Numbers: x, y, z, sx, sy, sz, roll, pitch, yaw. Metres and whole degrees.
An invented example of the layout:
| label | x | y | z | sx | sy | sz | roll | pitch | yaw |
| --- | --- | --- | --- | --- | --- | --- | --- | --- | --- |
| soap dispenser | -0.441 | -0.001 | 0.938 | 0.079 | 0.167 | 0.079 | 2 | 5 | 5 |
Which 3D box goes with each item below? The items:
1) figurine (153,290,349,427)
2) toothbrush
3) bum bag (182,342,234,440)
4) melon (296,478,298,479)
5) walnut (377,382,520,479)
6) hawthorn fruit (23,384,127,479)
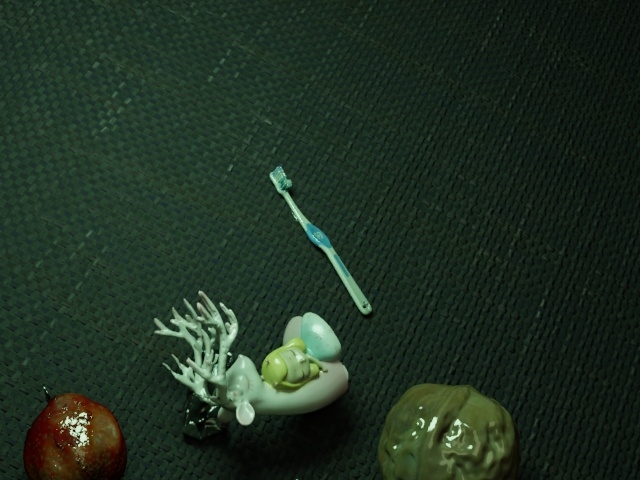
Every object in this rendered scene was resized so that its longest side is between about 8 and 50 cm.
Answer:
| label | x | y | z | sx | sy | sz | roll | pitch | yaw |
| --- | --- | --- | --- | --- | --- | --- | --- | --- | --- |
| figurine | -0.138 | 0.216 | 1.742 | 0.316 | 0.206 | 0.284 | -18 | 88 | -42 |
| toothbrush | -0.002 | 0.003 | 2.006 | 0.040 | 0.040 | 0.386 | -26 | 74 | -23 |
| bum bag | -0.215 | 0.287 | 1.797 | 0.087 | 0.049 | 0.197 | 6 | 62 | -4 |
| melon | -0.090 | 0.549 | 1.610 | 0.182 | 0.182 | 0.287 | 19 | 61 | -2 |
| walnut | 0.236 | 0.392 | 1.737 | 0.227 | 0.273 | 0.273 | 30 | 55 | -32 |
| hawthorn fruit | -0.443 | 0.348 | 1.646 | 0.181 | 0.181 | 0.235 | -21 | 68 | -21 |
